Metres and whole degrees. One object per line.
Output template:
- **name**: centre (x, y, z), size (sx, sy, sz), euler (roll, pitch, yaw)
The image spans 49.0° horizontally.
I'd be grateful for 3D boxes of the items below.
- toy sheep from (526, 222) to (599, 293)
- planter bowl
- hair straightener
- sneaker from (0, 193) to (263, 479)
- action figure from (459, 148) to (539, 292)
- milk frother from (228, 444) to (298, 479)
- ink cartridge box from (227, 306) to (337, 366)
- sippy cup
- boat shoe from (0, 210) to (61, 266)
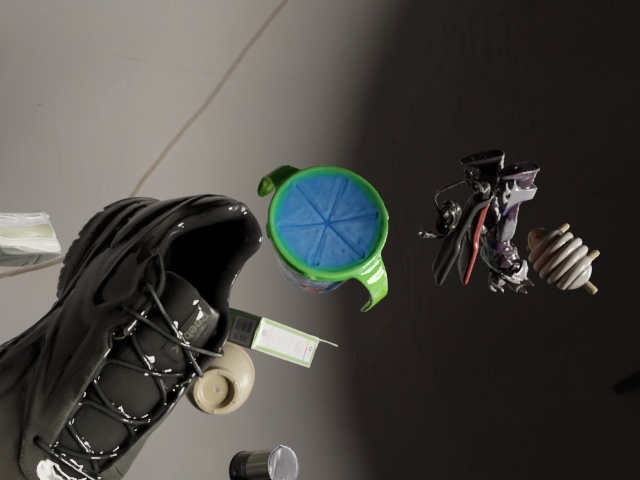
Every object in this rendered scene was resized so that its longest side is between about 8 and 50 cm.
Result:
- **toy sheep**: centre (0.366, 0.029, 1.061), size (0.091, 0.091, 0.132), euler (-47, 68, 4)
- **planter bowl**: centre (-0.220, 0.305, 1.502), size (0.162, 0.109, 0.162), euler (-1, 97, -7)
- **hair straightener**: centre (0.181, -0.008, 0.970), size (0.089, 0.230, 0.047), euler (-4, 58, -5)
- **sneaker**: centre (-0.125, 0.073, 0.412), size (0.130, 0.286, 0.109), euler (-12, 135, 38)
- **action figure**: centre (0.317, -0.020, 1.269), size (0.099, 0.185, 0.285), euler (-22, 127, -19)
- **milk frother**: centre (-0.095, 0.497, 1.508), size (0.134, 0.143, 0.129), euler (-21, 88, 42)
- **ink cartridge box**: centre (-0.079, 0.191, 1.339), size (0.209, 0.109, 0.062), euler (26, 78, -42)
- **sippy cup**: centre (0.000, 0.000, 1.425), size (0.240, 0.224, 0.306), euler (-3, 69, -10)
- **boat shoe**: centre (-0.572, -0.020, 1.203), size (0.118, 0.320, 0.103), euler (-19, 79, 17)
